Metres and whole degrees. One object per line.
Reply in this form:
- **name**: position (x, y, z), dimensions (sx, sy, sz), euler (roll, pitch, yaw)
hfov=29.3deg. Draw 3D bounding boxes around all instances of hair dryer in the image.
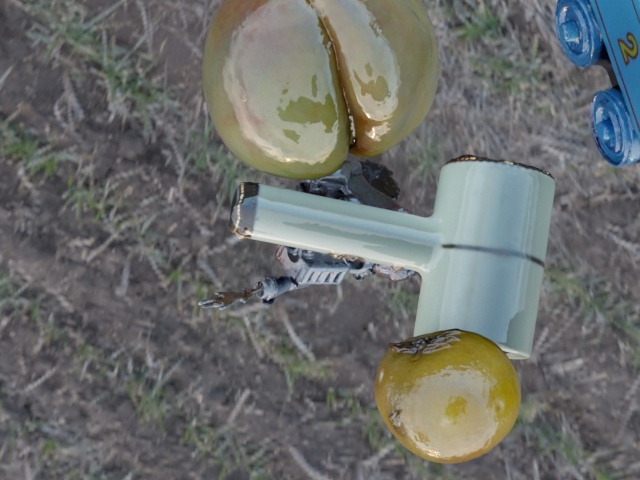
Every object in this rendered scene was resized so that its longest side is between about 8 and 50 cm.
- **hair dryer**: position (0.060, -0.002, 1.289), dimensions (0.362, 0.128, 0.203), euler (11, 82, -7)

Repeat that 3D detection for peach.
- **peach**: position (-0.002, -0.213, 1.466), dimensions (0.292, 0.247, 0.292), euler (-6, 128, -8)

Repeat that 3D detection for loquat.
- **loquat**: position (0.122, 0.152, 1.192), dimensions (0.141, 0.141, 0.141), euler (1, 120, 1)

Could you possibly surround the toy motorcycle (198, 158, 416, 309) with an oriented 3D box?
- **toy motorcycle**: position (0.000, 0.000, 1.686), dimensions (0.207, 0.401, 0.134), euler (52, 132, 21)

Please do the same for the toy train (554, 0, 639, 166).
- **toy train**: position (0.433, -0.237, 1.528), dimensions (0.188, 0.265, 0.300), euler (-16, 82, -11)
